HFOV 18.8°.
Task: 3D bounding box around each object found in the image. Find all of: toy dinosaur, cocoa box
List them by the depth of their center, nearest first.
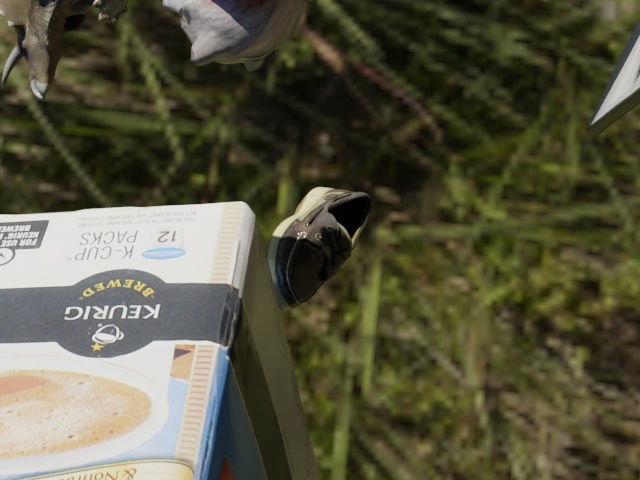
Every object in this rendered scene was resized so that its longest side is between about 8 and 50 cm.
[{"bbox_3d":[-0.191,0.145,0.923,0.228,0.347,0.231,-81,-15,-48],"label":"cocoa box"},{"bbox_3d":[-0.203,-0.282,1.803,0.313,0.121,0.160,-55,27,-9],"label":"toy dinosaur"}]

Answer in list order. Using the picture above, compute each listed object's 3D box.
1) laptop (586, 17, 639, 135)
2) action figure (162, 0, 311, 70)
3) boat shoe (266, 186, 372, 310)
[{"bbox_3d":[0.240,-0.334,1.587,0.408,0.236,0.382,-64,-2,-3],"label":"laptop"},{"bbox_3d":[-0.086,-0.266,1.201,0.178,0.341,0.330,-44,-52,-79],"label":"action figure"},{"bbox_3d":[0.000,0.000,1.502,0.056,0.049,0.152,65,-151,-26],"label":"boat shoe"}]
